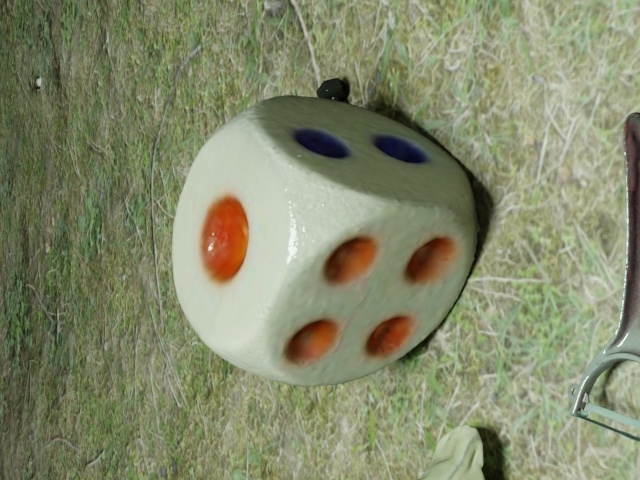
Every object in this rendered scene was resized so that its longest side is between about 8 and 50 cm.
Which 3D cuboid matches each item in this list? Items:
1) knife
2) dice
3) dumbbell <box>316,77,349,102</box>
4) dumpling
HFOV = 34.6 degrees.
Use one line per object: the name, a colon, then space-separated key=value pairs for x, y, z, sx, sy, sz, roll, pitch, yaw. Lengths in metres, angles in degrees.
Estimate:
knife: x=0.273 y=0.029 z=0.901 sx=0.123 sy=0.053 sz=0.278 roll=12 pitch=98 yaw=60
dice: x=0.000 y=0.000 z=1.135 sx=0.243 sy=0.251 sz=0.259 roll=51 pitch=130 yaw=41
dumbbell: x=0.025 y=-0.164 z=1.290 sx=0.036 sy=0.040 sz=0.083 roll=-30 pitch=60 yaw=18
dumpling: x=0.111 y=0.315 z=1.082 sx=0.179 sy=0.131 sz=0.252 roll=154 pitch=125 yaw=-77
